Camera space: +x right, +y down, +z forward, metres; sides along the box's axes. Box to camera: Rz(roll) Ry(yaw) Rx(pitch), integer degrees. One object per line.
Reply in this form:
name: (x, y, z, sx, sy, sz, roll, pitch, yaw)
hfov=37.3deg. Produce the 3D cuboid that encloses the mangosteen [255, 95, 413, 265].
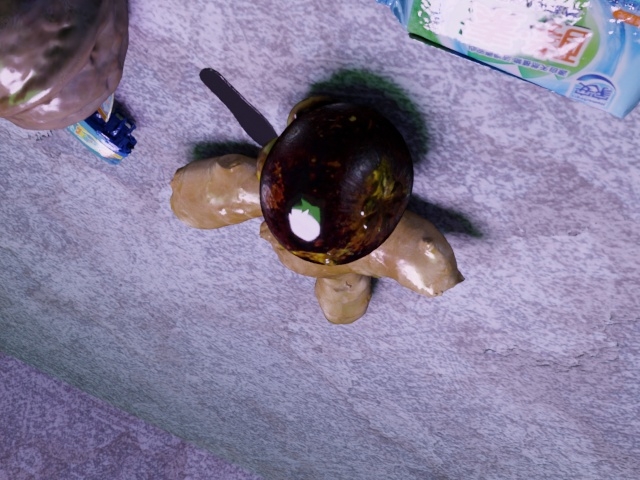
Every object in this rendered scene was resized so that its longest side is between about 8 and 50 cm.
mangosteen: (0.001, -0.076, 1.126, 0.217, 0.192, 0.192, 29, 159, 44)

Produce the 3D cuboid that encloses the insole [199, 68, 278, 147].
insole: (-0.102, -0.167, 1.236, 0.053, 0.002, 0.152, -11, 133, 48)

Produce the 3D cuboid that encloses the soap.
soap: (0.190, -0.216, 0.837, 0.293, 0.077, 0.156, 24, 150, 9)

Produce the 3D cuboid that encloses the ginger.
ginger: (-0.003, -0.021, 1.292, 0.363, 0.122, 0.348, 44, 145, -15)

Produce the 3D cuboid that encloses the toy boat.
toy boat: (-0.311, -0.197, 1.308, 0.175, 0.091, 0.110, 41, 115, -16)

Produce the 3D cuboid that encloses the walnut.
walnut: (-0.330, -0.234, 1.106, 0.224, 0.224, 0.224, 21, 150, 13)
